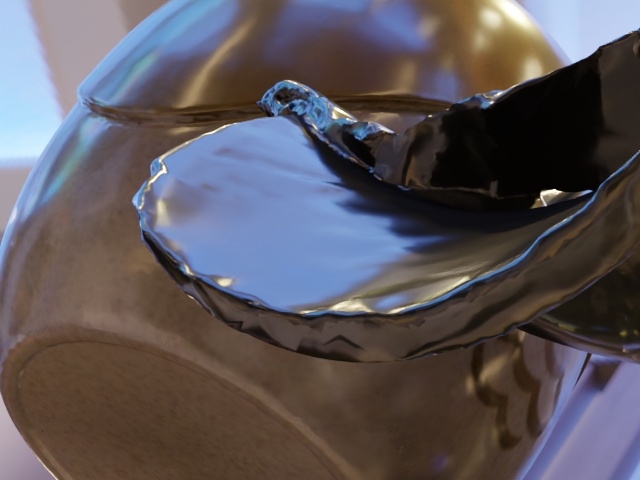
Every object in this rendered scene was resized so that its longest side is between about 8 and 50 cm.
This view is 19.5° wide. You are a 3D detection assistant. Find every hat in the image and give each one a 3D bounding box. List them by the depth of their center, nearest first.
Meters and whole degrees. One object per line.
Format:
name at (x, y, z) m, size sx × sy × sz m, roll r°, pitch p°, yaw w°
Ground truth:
hat at (0.119, -0.002, 0.753) m, size 0.366 × 0.381 × 0.257 m, roll -15°, pitch -63°, yaw 29°

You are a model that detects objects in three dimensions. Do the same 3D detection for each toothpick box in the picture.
toothpick box at (0.000, 0.000, 1.309) m, size 0.409 × 0.425 × 0.409 m, roll 21°, pitch -35°, yaw 16°
